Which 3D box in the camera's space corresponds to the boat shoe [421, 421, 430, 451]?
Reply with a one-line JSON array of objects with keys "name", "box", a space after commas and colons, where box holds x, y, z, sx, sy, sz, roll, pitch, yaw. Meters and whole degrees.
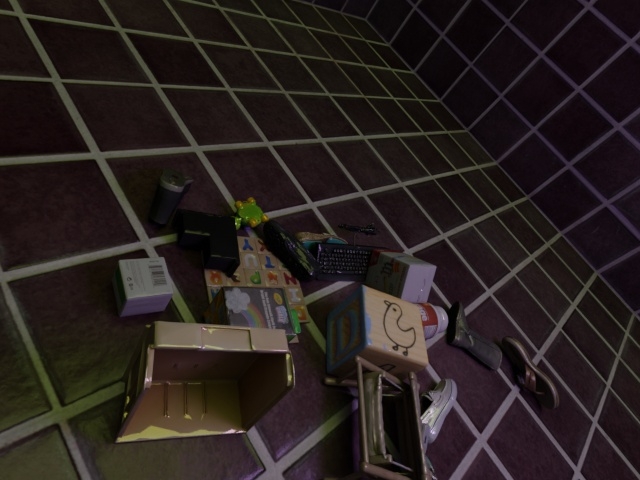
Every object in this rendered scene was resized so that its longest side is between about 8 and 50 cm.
[{"name": "boat shoe", "box": [0.254, 0.523, 1.067, 0.035, 0.035, 0.100, 33, 67, -38]}]

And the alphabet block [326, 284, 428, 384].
[{"name": "alphabet block", "box": [0.146, 0.268, 1.123, 0.197, 0.193, 0.192, 22, 45, -22]}]

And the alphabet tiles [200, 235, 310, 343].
[{"name": "alphabet tiles", "box": [-0.176, 0.129, 1.136, 0.285, 0.011, 0.342, 6, 51, -35]}]

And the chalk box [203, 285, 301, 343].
[{"name": "chalk box", "box": [-0.150, 0.199, 0.986, 0.213, 0.132, 0.132, 8, 49, -34]}]

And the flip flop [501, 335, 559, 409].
[{"name": "flip flop", "box": [0.734, 0.476, 1.474, 0.080, 0.112, 0.277, -24, 72, -20]}]

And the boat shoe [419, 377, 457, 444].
[{"name": "boat shoe", "box": [0.321, 0.461, 1.168, 0.076, 0.083, 0.226, 44, 41, 2]}]

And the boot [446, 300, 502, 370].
[{"name": "boot", "box": [0.551, 0.337, 1.467, 0.209, 0.076, 0.189, 25, 57, -8]}]

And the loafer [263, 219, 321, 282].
[{"name": "loafer", "box": [-0.085, 0.027, 1.238, 0.223, 0.076, 0.078, 49, 35, 3]}]

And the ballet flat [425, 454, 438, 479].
[{"name": "ballet flat", "box": [0.276, 0.603, 1.043, 0.041, 0.041, 0.114, -5, 57, -41]}]

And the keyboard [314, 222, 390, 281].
[{"name": "keyboard", "box": [0.116, 0.034, 1.362, 0.317, 0.033, 0.201, 4, 84, -37]}]

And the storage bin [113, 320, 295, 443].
[{"name": "storage bin", "box": [-0.221, 0.270, 0.786, 0.263, 0.260, 0.123, 11, 44, -30]}]

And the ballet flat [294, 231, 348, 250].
[{"name": "ballet flat", "box": [0.000, 0.000, 1.349, 0.206, 0.073, 0.067, 7, 36, -38]}]

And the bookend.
[{"name": "bookend", "box": [-0.303, 0.008, 1.084, 0.156, 0.072, 0.157, 8, 51, -31]}]

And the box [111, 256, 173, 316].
[{"name": "box", "box": [-0.401, 0.103, 0.925, 0.102, 0.087, 0.101, -3, 57, -39]}]

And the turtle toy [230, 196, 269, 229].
[{"name": "turtle toy", "box": [-0.225, -0.069, 1.233, 0.130, 0.066, 0.095, -26, 72, -47]}]

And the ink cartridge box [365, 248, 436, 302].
[{"name": "ink cartridge box", "box": [0.258, 0.113, 1.337, 0.128, 0.128, 0.176, 5, 12, -36]}]

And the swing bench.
[{"name": "swing bench", "box": [0.152, 0.449, 0.986, 0.255, 0.165, 0.253, 22, 43, -22]}]

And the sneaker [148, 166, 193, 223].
[{"name": "sneaker", "box": [-0.419, -0.127, 1.136, 0.083, 0.118, 0.222, 25, 13, -14]}]

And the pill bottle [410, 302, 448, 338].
[{"name": "pill bottle", "box": [0.301, 0.256, 1.308, 0.216, 0.121, 0.121, 4, 52, -36]}]
